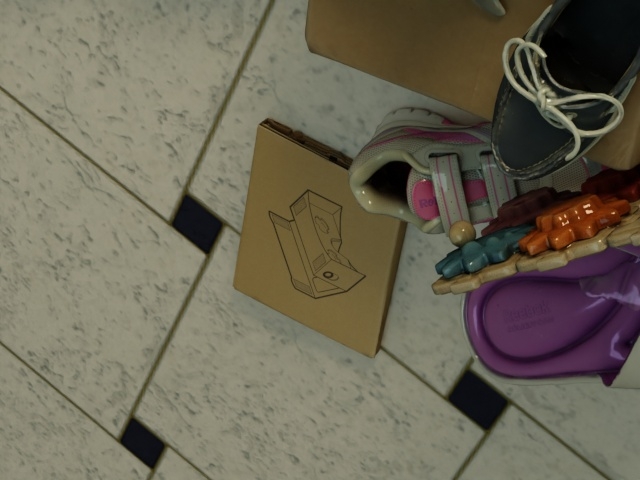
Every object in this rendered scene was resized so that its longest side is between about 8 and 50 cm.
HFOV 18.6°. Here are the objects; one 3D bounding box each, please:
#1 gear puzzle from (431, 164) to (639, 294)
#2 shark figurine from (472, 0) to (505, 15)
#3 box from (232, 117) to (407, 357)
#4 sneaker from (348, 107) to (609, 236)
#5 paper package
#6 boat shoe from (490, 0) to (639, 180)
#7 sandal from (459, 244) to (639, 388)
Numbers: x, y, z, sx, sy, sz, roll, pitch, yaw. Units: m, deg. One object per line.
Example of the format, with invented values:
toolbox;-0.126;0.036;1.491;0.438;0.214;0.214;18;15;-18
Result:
gear puzzle;0.240;-0.039;1.449;0.339;0.175;0.044;-17;100;37
shark figurine;0.106;-0.228;1.322;0.278;0.116;0.166;-27;103;45
box;0.000;0.000;1.852;0.164;0.021;0.201;27;131;20
sneaker;0.130;-0.050;1.655;0.252;0.111;0.103;-2;117;38
paper package;0.164;-0.256;1.453;0.309;0.168;0.325;23;129;21
boat shoe;0.181;-0.123;1.358;0.095;0.079;0.254;42;135;4
sandal;0.249;0.050;1.597;0.416;0.102;0.169;-29;82;50
